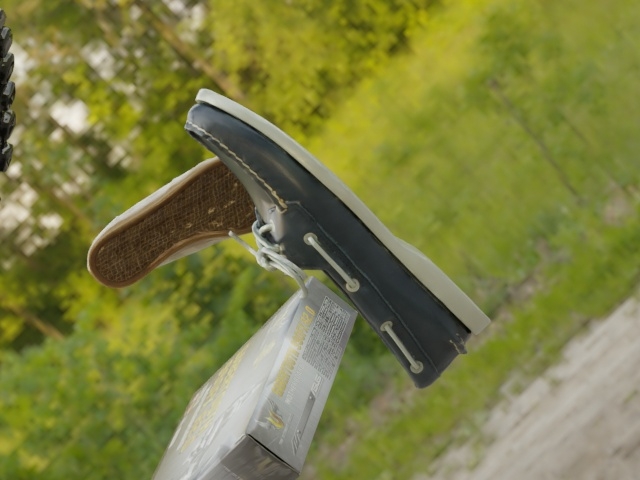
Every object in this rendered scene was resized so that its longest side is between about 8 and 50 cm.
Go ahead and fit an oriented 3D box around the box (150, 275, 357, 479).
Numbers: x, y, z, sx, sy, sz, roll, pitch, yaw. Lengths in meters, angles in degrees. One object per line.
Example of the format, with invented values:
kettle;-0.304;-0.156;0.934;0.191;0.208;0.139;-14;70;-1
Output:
box;-0.065;0.156;1.274;0.183;0.056;0.231;-46;11;31

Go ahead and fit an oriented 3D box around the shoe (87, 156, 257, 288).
shoe;-0.107;-0.030;1.372;0.219;0.076;0.058;-25;16;6

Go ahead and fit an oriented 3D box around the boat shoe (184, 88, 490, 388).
boat shoe;0.000;0.000;1.053;0.079;0.254;0.095;-49;15;0

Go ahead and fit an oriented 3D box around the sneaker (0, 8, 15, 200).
sneaker;-0.210;-0.125;0.632;0.134;0.146;0.343;-65;-9;-50
